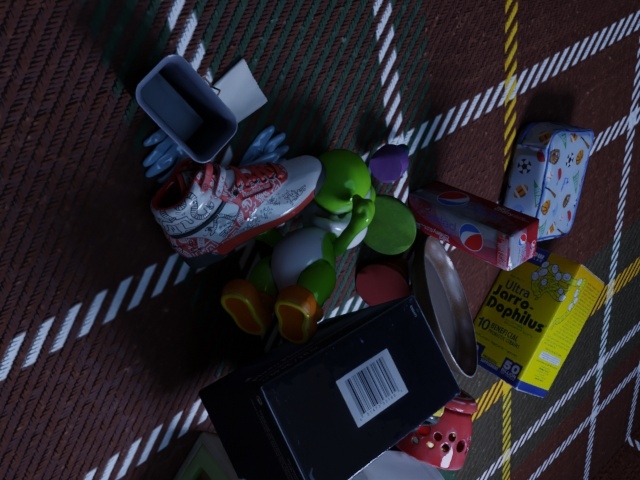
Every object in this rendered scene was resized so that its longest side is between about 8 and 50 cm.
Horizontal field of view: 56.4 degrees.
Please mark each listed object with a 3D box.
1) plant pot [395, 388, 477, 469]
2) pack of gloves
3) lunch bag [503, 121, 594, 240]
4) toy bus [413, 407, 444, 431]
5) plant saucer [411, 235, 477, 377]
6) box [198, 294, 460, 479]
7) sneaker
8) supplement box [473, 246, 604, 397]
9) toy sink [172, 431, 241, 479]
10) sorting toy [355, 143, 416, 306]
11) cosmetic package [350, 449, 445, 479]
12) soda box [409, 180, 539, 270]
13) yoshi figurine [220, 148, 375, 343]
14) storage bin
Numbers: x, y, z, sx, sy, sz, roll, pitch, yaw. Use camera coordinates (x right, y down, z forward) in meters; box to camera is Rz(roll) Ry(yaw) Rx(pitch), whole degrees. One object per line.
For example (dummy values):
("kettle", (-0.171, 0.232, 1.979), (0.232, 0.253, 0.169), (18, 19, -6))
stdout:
("plant pot", (0.290, 0.450, 1.491), (0.191, 0.191, 0.174), (14, 96, -44))
("pack of gloves", (-0.148, -0.130, 0.925), (0.232, 0.046, 0.195), (-45, 134, -16))
("lunch bag", (0.574, -0.143, 1.505), (0.243, 0.115, 0.303), (-9, 115, -41))
("toy bus", (0.145, 0.325, 1.314), (0.211, 0.220, 0.149), (12, 61, -12))
("plant saucer", (0.264, 0.144, 1.286), (0.050, 0.311, 0.310), (-20, 137, 23))
("box", (0.001, 0.244, 0.964), (0.296, 0.294, 0.183), (-25, 88, -32))
("sneaker", (-0.121, -0.081, 0.896), (0.270, 0.090, 0.145), (-34, 135, -7))
("supplement box", (0.569, 0.211, 1.614), (0.195, 0.194, 0.357), (26, 92, -45))
("toy sink", (-0.206, 0.505, 1.110), (0.131, 0.152, 0.234), (32, 89, -45))
("sorting toy", (0.152, -0.033, 1.212), (0.126, 0.127, 0.366), (-43, 139, -49))
("cosmetic package", (0.176, 0.635, 1.437), (0.385, 0.217, 0.156), (27, 110, -44))
("soda box", (0.303, -0.036, 1.210), (0.092, 0.263, 0.083), (-25, 126, -30))
("yoshi figurine", (-0.013, -0.021, 0.981), (0.203, 0.203, 0.362), (38, 50, -7))
("storage bin", (-0.191, -0.185, 0.816), (0.098, 0.091, 0.135), (-50, 123, -11))
